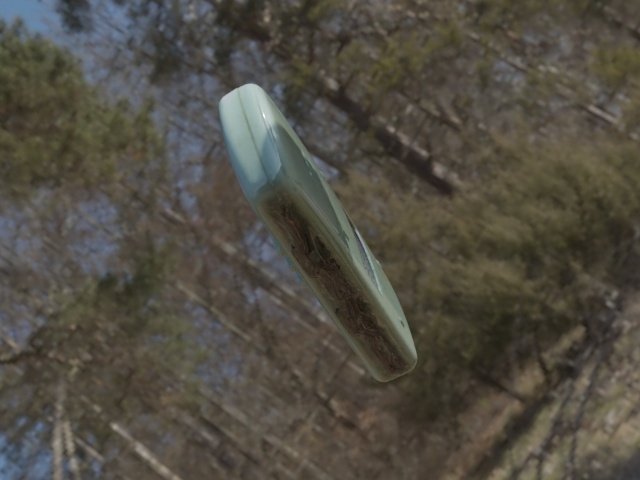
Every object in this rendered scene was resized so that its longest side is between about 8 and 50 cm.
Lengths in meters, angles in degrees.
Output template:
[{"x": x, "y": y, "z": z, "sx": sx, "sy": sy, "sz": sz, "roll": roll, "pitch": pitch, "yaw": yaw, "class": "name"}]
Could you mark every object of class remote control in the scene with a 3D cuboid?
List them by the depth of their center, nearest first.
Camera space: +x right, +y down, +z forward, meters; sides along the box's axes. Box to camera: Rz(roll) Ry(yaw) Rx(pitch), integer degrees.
[{"x": 0.000, "y": 0.000, "z": 1.052, "sx": 0.056, "sy": 0.140, "sz": 0.296, "roll": -28, "pitch": -43, "yaw": 7, "class": "remote control"}]
